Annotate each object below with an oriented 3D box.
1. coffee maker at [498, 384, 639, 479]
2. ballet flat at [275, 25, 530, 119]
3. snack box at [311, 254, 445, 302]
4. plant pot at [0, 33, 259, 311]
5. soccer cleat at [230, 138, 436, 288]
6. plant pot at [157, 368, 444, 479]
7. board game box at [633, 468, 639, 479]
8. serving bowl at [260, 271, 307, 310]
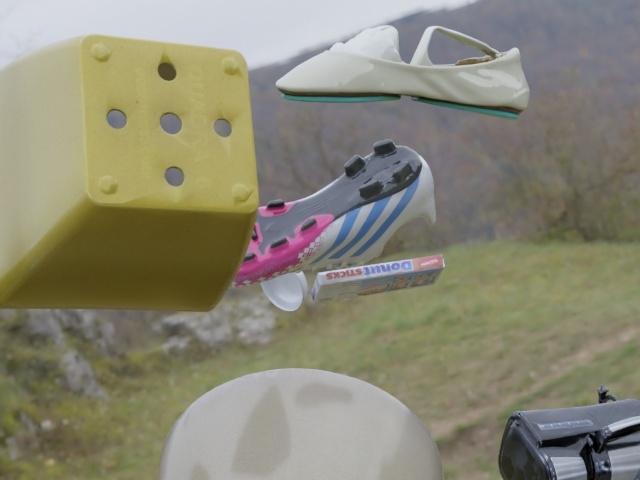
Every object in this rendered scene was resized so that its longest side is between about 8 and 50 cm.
[{"bbox_3d":[0.307,0.253,1.582,0.178,0.120,0.171,-2,10,-20],"label":"coffee maker"},{"bbox_3d":[0.080,-0.161,1.229,0.248,0.086,0.086,3,-7,-20],"label":"ballet flat"},{"bbox_3d":[0.079,0.053,1.816,0.178,0.022,0.064,-8,-25,-13],"label":"snack box"},{"bbox_3d":[-0.158,-0.066,1.114,0.212,0.212,0.187,2,-18,-26],"label":"plant pot"},{"bbox_3d":[0.000,0.000,1.691,0.331,0.143,0.116,-26,42,0],"label":"soccer cleat"},{"bbox_3d":[-0.023,0.290,1.234,0.284,0.284,0.191,-17,31,13],"label":"plant pot"},{"bbox_3d":[0.406,0.230,1.425,0.126,0.186,0.026,0,34,-30],"label":"board game box"},{"bbox_3d":[-0.048,0.057,1.871,0.083,0.083,0.027,-17,11,48],"label":"serving bowl"}]
